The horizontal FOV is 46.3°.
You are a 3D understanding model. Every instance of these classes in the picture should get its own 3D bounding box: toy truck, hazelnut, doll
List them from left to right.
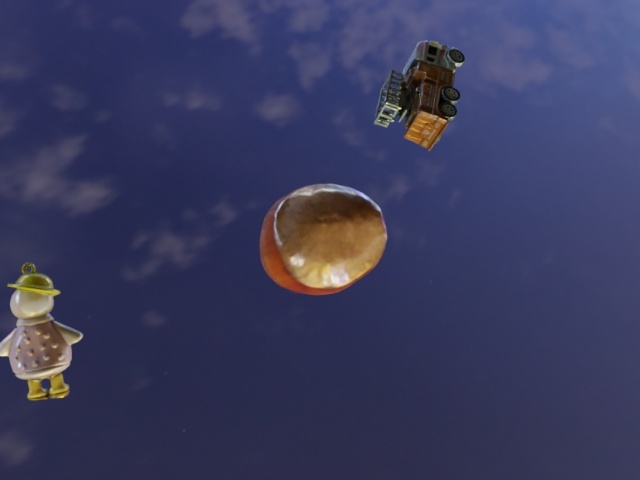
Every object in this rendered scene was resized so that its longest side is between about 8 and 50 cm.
[{"bbox_3d":[-0.425,0.136,1.121,0.129,0.081,0.207,-9,-92,-7],"label":"doll"},{"bbox_3d":[0.000,0.000,1.215,0.214,0.214,0.176,-7,-97,-37],"label":"hazelnut"},{"bbox_3d":[0.161,-0.245,1.206,0.115,0.080,0.178,19,-123,-7],"label":"toy truck"}]
